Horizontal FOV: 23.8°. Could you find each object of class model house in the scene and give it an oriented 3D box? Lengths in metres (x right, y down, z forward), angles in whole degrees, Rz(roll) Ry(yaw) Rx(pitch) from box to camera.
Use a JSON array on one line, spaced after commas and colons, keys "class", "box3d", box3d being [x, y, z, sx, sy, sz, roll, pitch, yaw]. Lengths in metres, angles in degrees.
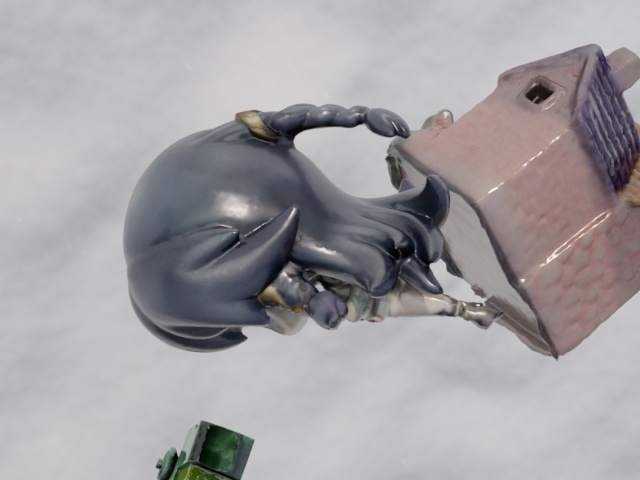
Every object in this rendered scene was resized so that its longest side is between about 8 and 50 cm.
[{"class": "model house", "box3d": [0.220, -0.064, 1.446, 0.237, 0.202, 0.237, -38, 124, -7]}]

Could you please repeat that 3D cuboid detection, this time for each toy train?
[{"class": "toy train", "box3d": [-0.141, 0.290, 1.577, 0.083, 0.200, 0.132, 20, 159, -10]}]

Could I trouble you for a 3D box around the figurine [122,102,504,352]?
[{"class": "figurine", "box3d": [-0.013, 0.000, 1.128, 0.265, 0.197, 0.175, -10, 159, -11]}]
